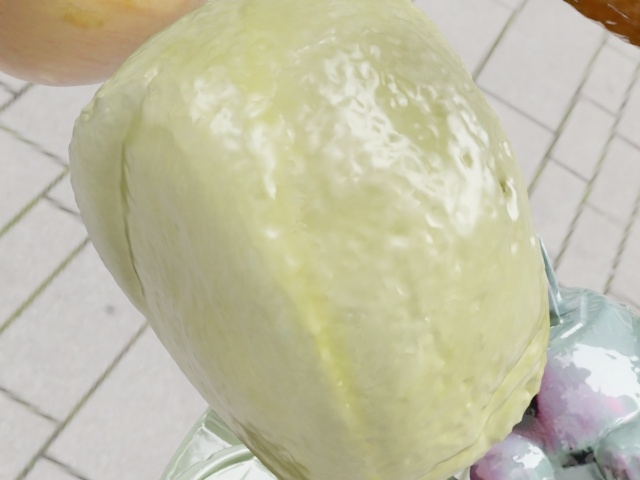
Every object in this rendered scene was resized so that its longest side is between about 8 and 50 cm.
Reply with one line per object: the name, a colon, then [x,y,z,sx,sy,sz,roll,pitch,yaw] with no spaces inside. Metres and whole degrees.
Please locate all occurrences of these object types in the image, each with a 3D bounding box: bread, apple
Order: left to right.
apple: [-0.220,-0.249,1.261,0.242,0.242,0.241,46,26,22]
bread: [0.009,-0.007,0.877,0.237,0.320,0.320,-36,66,-12]

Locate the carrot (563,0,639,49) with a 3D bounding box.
carrot: [0.191,-0.222,0.679,0.258,0.307,0.100,-28,17,-8]

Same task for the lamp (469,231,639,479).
lamp: [0.248,0.097,1.156,0.247,0.301,0.247,-67,137,-66]

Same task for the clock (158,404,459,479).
clock: [-0.032,0.274,1.159,0.265,0.108,0.324,34,50,3]
